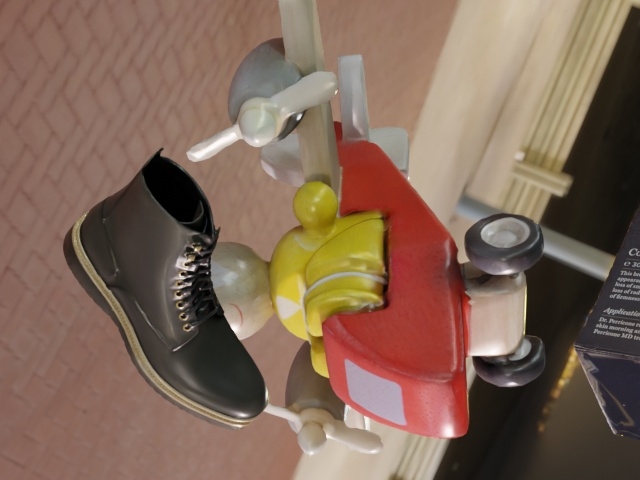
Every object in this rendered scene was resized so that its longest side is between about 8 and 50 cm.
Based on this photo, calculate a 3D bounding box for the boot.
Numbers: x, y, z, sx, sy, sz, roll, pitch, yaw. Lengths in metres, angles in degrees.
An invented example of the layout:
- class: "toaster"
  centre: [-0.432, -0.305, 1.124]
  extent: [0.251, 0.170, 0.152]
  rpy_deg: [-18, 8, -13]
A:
- class: "boot"
  centre: [-0.089, 0.040, 0.813]
  extent: [0.137, 0.198, 0.077]
  rpy_deg: [-38, -172, 48]

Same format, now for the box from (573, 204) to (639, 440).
- class: "box"
  centre: [0.494, 0.065, 1.192]
  extent: [0.312, 0.343, 0.179]
  rpy_deg: [-59, 136, -27]

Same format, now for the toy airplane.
- class: "toy airplane"
  centre: [0.000, 0.000, 1.007]
  extent: [0.384, 0.273, 0.386]
  rpy_deg: [123, -51, -77]
